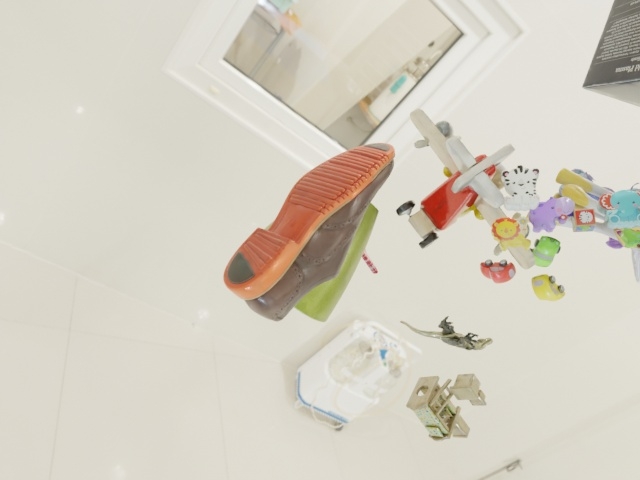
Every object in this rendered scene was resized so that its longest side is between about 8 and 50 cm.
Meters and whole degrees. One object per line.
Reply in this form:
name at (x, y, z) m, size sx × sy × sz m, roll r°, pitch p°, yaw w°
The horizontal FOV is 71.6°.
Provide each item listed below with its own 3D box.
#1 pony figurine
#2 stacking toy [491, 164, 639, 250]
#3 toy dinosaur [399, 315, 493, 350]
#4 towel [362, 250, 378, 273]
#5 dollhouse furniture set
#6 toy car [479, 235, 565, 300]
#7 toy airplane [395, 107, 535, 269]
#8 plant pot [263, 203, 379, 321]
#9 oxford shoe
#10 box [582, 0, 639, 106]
pony figurine at (0.704, -0.042, 0.998) m, size 0.363 × 0.302 × 0.351 m, roll 31°, pitch 34°, yaw 32°
stacking toy at (0.330, -0.038, 0.547) m, size 0.167 × 0.221 × 0.052 m, roll 45°, pitch 47°, yaw -63°
toy dinosaur at (0.363, 0.261, 1.229) m, size 0.268 × 0.118 × 0.064 m, roll 17°, pitch 67°, yaw -1°
towel at (0.085, -0.037, 1.377) m, size 0.275 × 0.031 × 0.199 m, roll 54°, pitch 5°, yaw -21°
dollhouse furniture set at (0.322, 0.415, 1.029) m, size 0.182 × 0.161 × 0.101 m, roll 54°, pitch 47°, yaw -12°
toy car at (0.571, 0.075, 1.199) m, size 0.239 × 0.225 × 0.053 m, roll 21°, pitch 54°, yaw 13°
toy airplane at (0.391, -0.145, 1.151) m, size 0.384 × 0.272 × 0.386 m, roll 33°, pitch -34°, yaw 53°
plant pot at (0.000, 0.000, 1.096) m, size 0.275 × 0.293 × 0.275 m, roll 39°, pitch 3°, yaw -2°
oxford shoe at (0.003, -0.017, 0.561) m, size 0.097 × 0.271 × 0.098 m, roll 31°, pitch -19°, yaw 51°
box at (0.719, -0.387, 0.786) m, size 0.343 × 0.312 × 0.179 m, roll 14°, pitch 11°, yaw -9°
